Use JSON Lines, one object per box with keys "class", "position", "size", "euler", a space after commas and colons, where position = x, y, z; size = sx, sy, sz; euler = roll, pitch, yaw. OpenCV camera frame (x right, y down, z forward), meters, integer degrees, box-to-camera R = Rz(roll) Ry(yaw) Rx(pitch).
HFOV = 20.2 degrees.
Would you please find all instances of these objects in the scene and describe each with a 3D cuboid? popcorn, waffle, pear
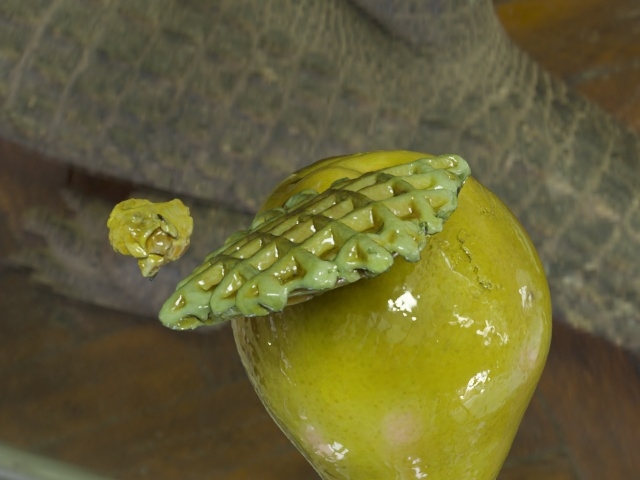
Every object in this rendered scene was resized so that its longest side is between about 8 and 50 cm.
{"class": "popcorn", "position": [-0.163, 0.002, 1.735], "size": [0.084, 0.084, 0.084], "euler": [2, 123, 2]}
{"class": "waffle", "position": [0.000, 0.000, 1.301], "size": [0.208, 0.214, 0.054], "euler": [-19, 105, 28]}
{"class": "pear", "position": [0.054, 0.090, 1.516], "size": [0.285, 0.285, 0.336], "euler": [8, 100, -2]}
